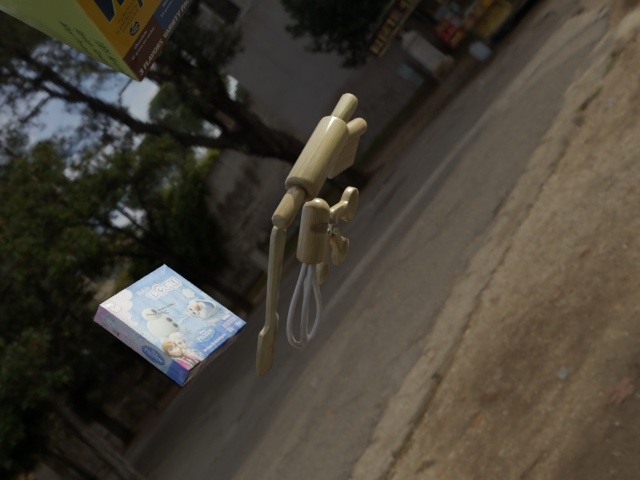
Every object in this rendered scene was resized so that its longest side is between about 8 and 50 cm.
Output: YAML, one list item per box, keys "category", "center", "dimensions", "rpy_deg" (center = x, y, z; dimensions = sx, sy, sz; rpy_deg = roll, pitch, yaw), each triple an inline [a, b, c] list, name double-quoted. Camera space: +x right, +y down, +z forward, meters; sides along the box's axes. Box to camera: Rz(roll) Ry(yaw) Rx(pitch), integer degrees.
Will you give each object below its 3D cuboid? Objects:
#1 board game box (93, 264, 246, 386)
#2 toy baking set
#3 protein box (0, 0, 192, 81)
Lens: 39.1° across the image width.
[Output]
- category: "board game box"
  center: [-0.120, 0.066, 0.731]
  dimensions: [0.090, 0.090, 0.020]
  rpy_deg: [-39, -21, -57]
- category: "toy baking set"
  center: [0.000, -0.006, 0.834]
  dimensions: [0.197, 0.030, 0.256]
  rpy_deg: [83, -152, -45]
- category: "protein box"
  center: [-0.215, -0.257, 0.697]
  dimensions: [0.136, 0.201, 0.200]
  rpy_deg: [-60, -13, -8]
